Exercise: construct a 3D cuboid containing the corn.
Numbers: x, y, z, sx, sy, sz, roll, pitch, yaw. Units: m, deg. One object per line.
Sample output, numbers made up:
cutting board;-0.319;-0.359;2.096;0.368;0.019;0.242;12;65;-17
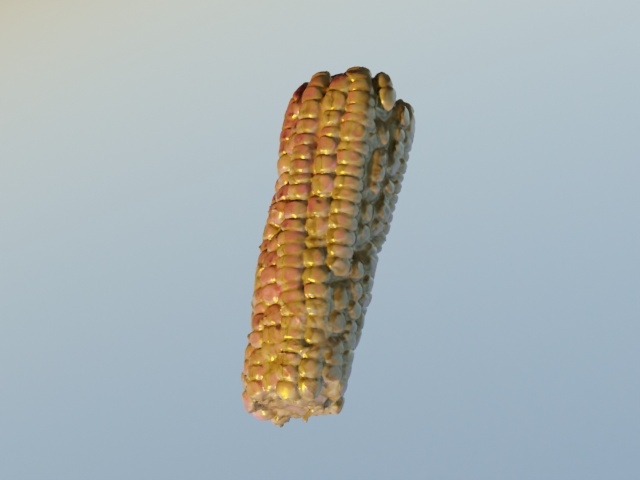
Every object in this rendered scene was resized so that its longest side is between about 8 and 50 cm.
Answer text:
corn;-0.001;0.001;1.294;0.127;0.127;0.335;-4;-115;45
